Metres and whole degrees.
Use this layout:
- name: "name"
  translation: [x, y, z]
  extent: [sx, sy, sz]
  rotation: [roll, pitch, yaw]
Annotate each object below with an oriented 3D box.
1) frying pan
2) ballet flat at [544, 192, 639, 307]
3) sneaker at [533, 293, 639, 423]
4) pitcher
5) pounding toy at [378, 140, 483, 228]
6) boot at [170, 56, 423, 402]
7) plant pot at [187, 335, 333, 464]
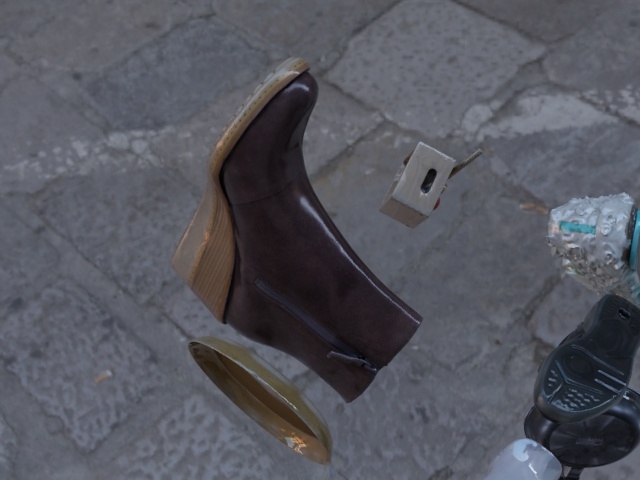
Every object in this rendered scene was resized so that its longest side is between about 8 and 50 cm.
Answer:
- name: "frying pan"
  translation: [0.393, 0.340, 1.294]
  extent: [0.197, 0.326, 0.053]
  rotation: [22, 36, -13]
- name: "ballet flat"
  translation: [0.416, 0.012, 1.182]
  extent: [0.147, 0.409, 0.147]
  rotation: [-7, 73, 24]
- name: "sneaker"
  translation: [0.293, 0.162, 0.916]
  extent: [0.087, 0.130, 0.227]
  rotation: [34, 38, 17]
- name: "pitcher"
  translation: [0.226, 0.385, 1.069]
  extent: [0.125, 0.178, 0.207]
  rotation: [38, 41, 6]
- name: "pounding toy"
  translation: [0.182, -0.100, 1.344]
  extent: [0.100, 0.130, 0.141]
  rotation: [28, 78, -2]
- name: "boot"
  translation: [0.000, 0.000, 0.644]
  extent: [0.207, 0.248, 0.090]
  rotation: [35, 37, 5]
- name: "plant pot"
  translation: [-0.071, 0.198, 1.023]
  extent: [0.236, 0.236, 0.032]
  rotation: [29, 64, 27]
